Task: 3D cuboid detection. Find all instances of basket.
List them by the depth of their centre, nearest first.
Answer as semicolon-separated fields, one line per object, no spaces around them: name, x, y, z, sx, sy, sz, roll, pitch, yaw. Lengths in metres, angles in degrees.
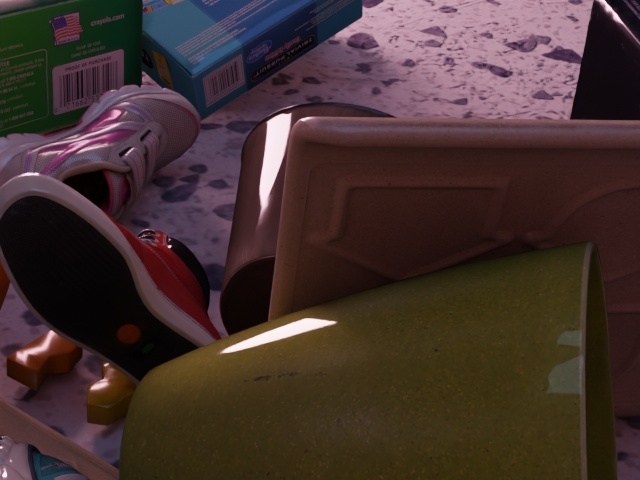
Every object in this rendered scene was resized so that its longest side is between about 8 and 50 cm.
basket;0.000;0.000;1.108;0.204;0.154;0.227;10;36;8

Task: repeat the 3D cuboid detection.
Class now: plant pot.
plant pot;0.033;0.143;0.808;0.293;0.275;0.275;-2;30;16

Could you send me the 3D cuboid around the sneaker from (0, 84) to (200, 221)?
sneaker;-0.209;-0.068;1.239;0.252;0.103;0.111;-30;50;-34

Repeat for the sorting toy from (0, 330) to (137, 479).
sorting toy;-0.237;0.169;0.909;0.229;0.041;0.307;22;32;24

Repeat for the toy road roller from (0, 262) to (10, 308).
toy road roller;-0.400;-0.010;0.971;0.329;0.203;0.240;19;5;2

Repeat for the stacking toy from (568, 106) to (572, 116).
stacking toy;0.271;-0.066;1.345;0.167;0.052;0.221;-15;39;-26

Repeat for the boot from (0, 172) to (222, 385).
boot;-0.170;0.012;1.014;0.088;0.244;0.176;-35;32;10

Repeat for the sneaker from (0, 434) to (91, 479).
sneaker;-0.153;0.191;0.706;0.110;0.107;0.275;25;11;-15

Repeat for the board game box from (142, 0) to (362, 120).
board game box;-0.153;-0.322;1.528;0.253;0.079;0.336;-35;60;-22

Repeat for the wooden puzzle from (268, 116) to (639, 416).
wooden puzzle;0.123;0.019;0.909;0.322;0.348;0.081;0;50;-9

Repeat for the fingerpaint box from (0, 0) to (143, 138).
fingerpaint box;-0.480;-0.232;1.386;0.444;0.163;0.371;-23;42;-37

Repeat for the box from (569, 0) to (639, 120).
box;0.373;-0.042;1.084;0.294;0.296;0.183;-1;32;-9
